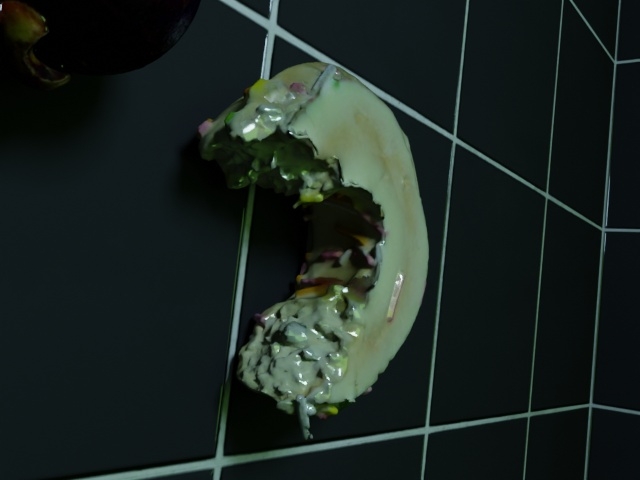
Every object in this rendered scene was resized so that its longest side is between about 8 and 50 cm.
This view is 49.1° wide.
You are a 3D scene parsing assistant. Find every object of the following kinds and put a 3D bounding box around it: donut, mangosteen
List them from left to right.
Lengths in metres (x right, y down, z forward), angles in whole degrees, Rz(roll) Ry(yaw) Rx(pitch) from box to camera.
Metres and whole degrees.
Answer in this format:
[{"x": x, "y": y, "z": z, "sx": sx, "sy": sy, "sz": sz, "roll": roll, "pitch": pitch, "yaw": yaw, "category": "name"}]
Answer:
[{"x": -0.196, "y": -0.202, "z": 0.499, "sx": 0.230, "sy": 0.194, "sz": 0.194, "roll": -32, "pitch": 121, "yaw": -19, "category": "mangosteen"}, {"x": 0.003, "y": -0.010, "z": 0.788, "sx": 0.307, "sy": 0.150, "sz": 0.371, "roll": -28, "pitch": 114, "yaw": -50, "category": "donut"}]
